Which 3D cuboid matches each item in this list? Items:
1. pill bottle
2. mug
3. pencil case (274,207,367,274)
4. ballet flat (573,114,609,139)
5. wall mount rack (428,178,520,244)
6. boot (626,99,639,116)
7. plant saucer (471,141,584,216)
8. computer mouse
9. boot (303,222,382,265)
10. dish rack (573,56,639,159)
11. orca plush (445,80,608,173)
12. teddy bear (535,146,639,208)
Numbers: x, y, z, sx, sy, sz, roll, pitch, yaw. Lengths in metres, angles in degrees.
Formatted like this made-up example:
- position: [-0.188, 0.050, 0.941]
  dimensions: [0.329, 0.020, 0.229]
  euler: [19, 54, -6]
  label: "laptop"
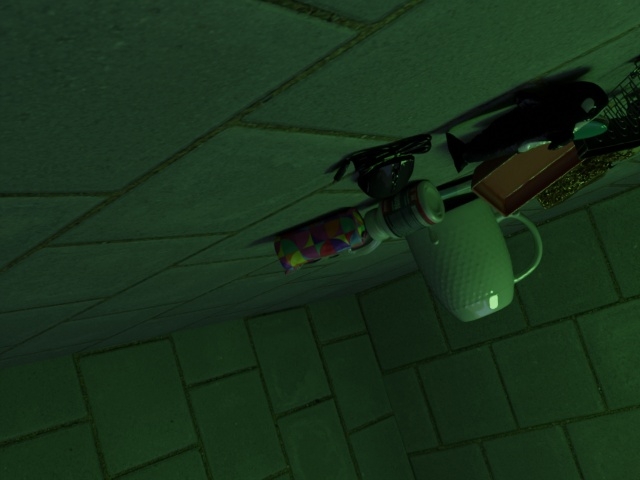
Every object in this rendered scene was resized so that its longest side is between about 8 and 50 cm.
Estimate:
- position: [0.202, -0.066, 1.798]
  dimensions: [0.180, 0.108, 0.108]
  euler: [-24, 169, 32]
  label: "pill bottle"
- position: [0.485, 0.048, 2.232]
  dimensions: [0.373, 0.328, 0.276]
  euler: [-24, 178, 12]
  label: "mug"
- position: [0.000, 0.000, 1.835]
  dimensions: [0.236, 0.105, 0.104]
  euler: [-22, 170, 19]
  label: "pencil case"
- position: [0.425, -0.222, 1.390]
  dimensions: [0.221, 0.079, 0.077]
  euler: [-12, 150, 23]
  label: "ballet flat"
- position: [0.371, -0.084, 1.888]
  dimensions: [0.349, 0.131, 0.304]
  euler: [-21, 177, 8]
  label: "wall mount rack"
- position: [0.799, -0.312, 1.540]
  dimensions: [0.206, 0.090, 0.248]
  euler: [-14, 174, -36]
  label: "boot"
- position: [0.450, -0.170, 1.556]
  dimensions: [0.258, 0.048, 0.259]
  euler: [-39, 151, 17]
  label: "plant saucer"
- position: [0.106, -0.120, 1.441]
  dimensions: [0.184, 0.060, 0.262]
  euler: [-16, 170, -17]
  label: "computer mouse"
- position: [0.043, 0.019, 2.029]
  dimensions: [0.258, 0.095, 0.123]
  euler: [-22, 177, 30]
  label: "boot"
- position: [0.620, -0.268, 1.400]
  dimensions: [0.208, 0.074, 0.271]
  euler: [-15, 158, -29]
  label: "dish rack"
- position: [0.356, -0.229, 1.311]
  dimensions: [0.287, 0.102, 0.151]
  euler: [-12, -140, 29]
  label: "orca plush"
- position: [0.727, -0.215, 2.009]
  dimensions: [0.245, 0.113, 0.338]
  euler: [-21, 166, -29]
  label: "teddy bear"
